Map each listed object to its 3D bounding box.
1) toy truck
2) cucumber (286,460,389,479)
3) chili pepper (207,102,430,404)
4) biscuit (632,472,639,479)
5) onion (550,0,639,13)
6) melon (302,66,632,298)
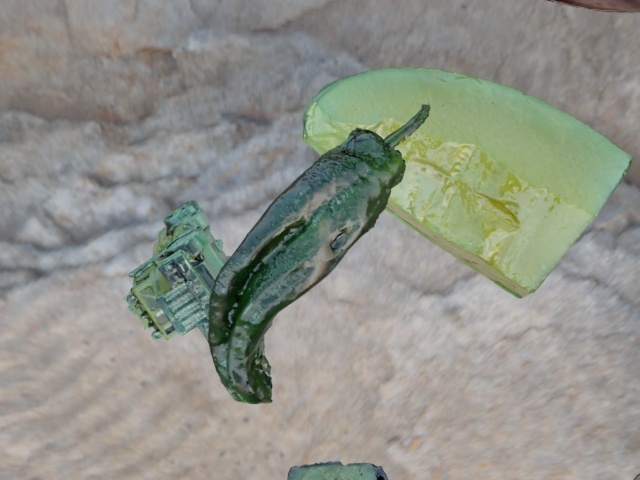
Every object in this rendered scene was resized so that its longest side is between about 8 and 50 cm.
[{"bbox_3d":[-0.152,0.053,1.495,0.135,0.259,0.128,-34,102,-3],"label":"toy truck"},{"bbox_3d":[0.028,0.234,0.991,0.078,0.211,0.062,-1,54,13],"label":"cucumber"},{"bbox_3d":[0.000,0.000,1.022,0.065,0.122,0.279,36,89,23],"label":"chili pepper"},{"bbox_3d":[0.253,0.202,0.690,0.290,0.041,0.208,-1,83,8],"label":"biscuit"},{"bbox_3d":[0.217,-0.284,0.963,0.252,0.252,0.219,26,67,4],"label":"onion"},{"bbox_3d":[0.131,-0.077,1.365,0.323,0.124,0.196,28,112,-11],"label":"melon"}]
